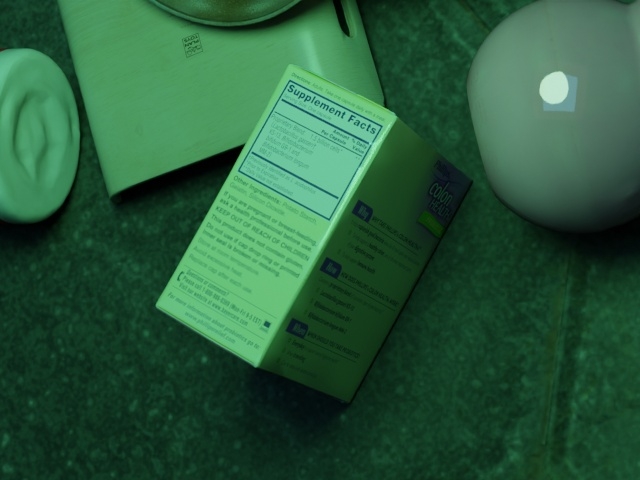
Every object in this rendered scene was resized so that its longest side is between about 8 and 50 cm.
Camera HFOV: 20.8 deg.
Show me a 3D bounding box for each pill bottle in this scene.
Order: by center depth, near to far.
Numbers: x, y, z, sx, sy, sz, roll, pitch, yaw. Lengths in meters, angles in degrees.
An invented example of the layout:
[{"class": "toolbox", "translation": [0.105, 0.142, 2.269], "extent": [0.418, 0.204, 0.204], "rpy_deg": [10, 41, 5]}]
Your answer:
[{"class": "pill bottle", "translation": [-0.422, -0.105, 1.781], "extent": [0.319, 0.176, 0.176], "rpy_deg": [1, 77, 24]}]

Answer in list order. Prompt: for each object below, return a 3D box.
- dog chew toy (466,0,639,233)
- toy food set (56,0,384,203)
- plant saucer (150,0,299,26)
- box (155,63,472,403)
[{"class": "dog chew toy", "translation": [0.297, -0.126, 1.468], "extent": [0.332, 0.206, 0.206], "rpy_deg": [-13, 72, 11]}, {"class": "toy food set", "translation": [-0.106, -0.184, 1.724], "extent": [0.306, 0.092, 0.219], "rpy_deg": [-19, 79, 21]}, {"class": "plant saucer", "translation": [-0.099, -0.353, 1.601], "extent": [0.311, 0.050, 0.310], "rpy_deg": [13, 119, 25]}, {"class": "box", "translation": [0.000, 0.000, 1.548], "extent": [0.117, 0.213, 0.243], "rpy_deg": [29, 90, 26]}]
